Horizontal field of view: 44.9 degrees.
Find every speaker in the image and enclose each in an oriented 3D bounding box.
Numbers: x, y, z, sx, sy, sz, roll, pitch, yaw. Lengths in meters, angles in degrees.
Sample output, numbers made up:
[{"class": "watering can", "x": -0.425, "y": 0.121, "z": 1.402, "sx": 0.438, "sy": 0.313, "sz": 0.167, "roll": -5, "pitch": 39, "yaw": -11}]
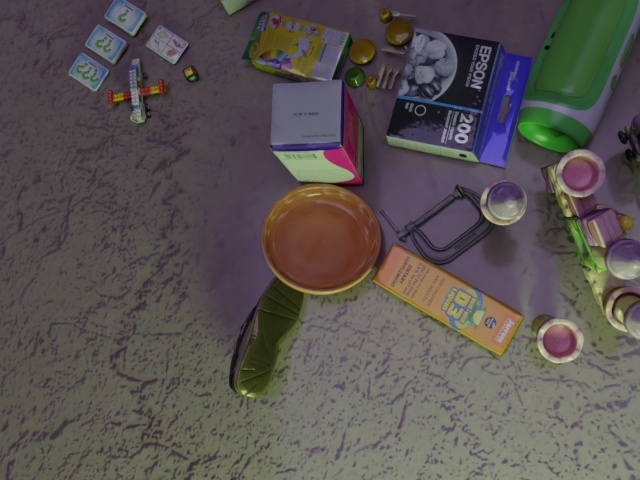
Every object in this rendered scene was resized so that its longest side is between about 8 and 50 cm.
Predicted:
[{"class": "speaker", "x": 0.423, "y": -0.295, "z": 1.240, "sx": 0.131, "sy": 0.131, "sz": 0.296, "roll": 23, "pitch": 84, "yaw": 16}]

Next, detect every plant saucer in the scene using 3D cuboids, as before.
[{"class": "plant saucer", "x": 0.000, "y": 0.000, "z": 1.291, "sx": 0.200, "sy": 0.037, "sz": 0.199, "roll": 1, "pitch": 66, "yaw": -2}]

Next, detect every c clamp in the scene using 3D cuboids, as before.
[{"class": "c clamp", "x": 0.200, "y": -0.036, "z": 1.287, "sx": 0.161, "sy": 0.022, "sz": 0.137, "roll": -32, "pitch": 74, "yaw": 5}]

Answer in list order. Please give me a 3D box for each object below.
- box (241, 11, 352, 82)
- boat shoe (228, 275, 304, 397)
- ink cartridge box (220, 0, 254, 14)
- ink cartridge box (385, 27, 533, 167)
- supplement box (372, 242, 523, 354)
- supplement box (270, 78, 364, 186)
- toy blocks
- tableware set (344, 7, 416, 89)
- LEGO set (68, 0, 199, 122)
[{"class": "box", "x": -0.044, "y": -0.343, "z": 1.394, "sx": 0.179, "sy": 0.043, "sz": 0.105, "roll": 19, "pitch": 83, "yaw": 13}, {"class": "boat shoe", "x": -0.098, "y": 0.150, "z": 1.285, "sx": 0.073, "sy": 0.080, "sz": 0.223, "roll": -7, "pitch": 57, "yaw": 52}, {"class": "ink cartridge box", "x": -0.162, "y": -0.517, "z": 1.444, "sx": 0.109, "sy": 0.063, "sz": 0.150, "roll": -29, "pitch": 74, "yaw": 5}, {"class": "ink cartridge box", "x": 0.236, "y": -0.243, "z": 1.312, "sx": 0.208, "sy": 0.045, "sz": 0.206, "roll": 13, "pitch": 81, "yaw": 13}, {"class": "supplement box", "x": 0.203, "y": 0.093, "z": 1.231, "sx": 0.234, "sy": 0.080, "sz": 0.078, "roll": 29, "pitch": 88, "yaw": 14}, {"class": "supplement box", "x": 0.001, "y": -0.166, "z": 1.255, "sx": 0.111, "sy": 0.220, "sz": 0.113, "roll": -1, "pitch": 77, "yaw": 11}, {"class": "toy blocks", "x": 0.411, "y": -0.005, "z": 1.080, "sx": 0.309, "sy": 0.260, "sz": 0.288, "roll": -23, "pitch": 91, "yaw": 6}, {"class": "tableware set", "x": 0.104, "y": -0.339, "z": 1.373, "sx": 0.104, "sy": 0.024, "sz": 0.154, "roll": 16, "pitch": 83, "yaw": 18}, {"class": "LEGO set", "x": -0.351, "y": -0.335, "z": 1.452, "sx": 0.244, "sy": 0.060, "sz": 0.182, "roll": 35, "pitch": 91, "yaw": 16}]
